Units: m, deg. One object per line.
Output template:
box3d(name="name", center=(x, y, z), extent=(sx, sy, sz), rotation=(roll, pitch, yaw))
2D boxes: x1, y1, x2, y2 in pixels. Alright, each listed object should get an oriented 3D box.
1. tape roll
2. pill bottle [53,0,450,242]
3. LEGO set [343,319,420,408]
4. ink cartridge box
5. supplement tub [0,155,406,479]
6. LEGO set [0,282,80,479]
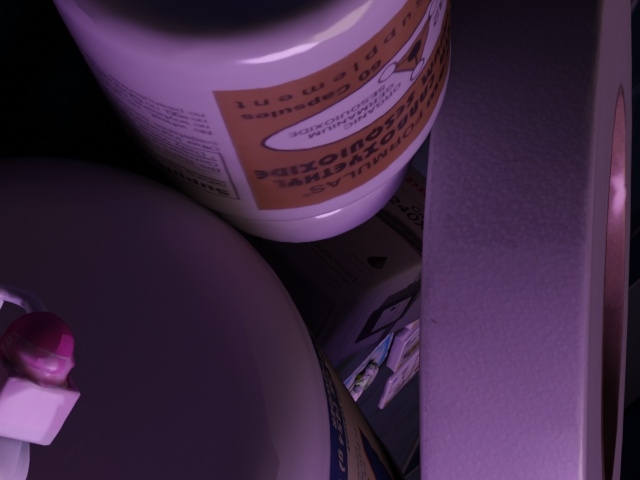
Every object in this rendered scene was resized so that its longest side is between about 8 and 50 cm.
box3d(name="tape roll", center=(0.111, 0.026, 0.877), extent=(0.392, 0.072, 0.392), rotation=(2, 90, -79))
box3d(name="pill bottle", center=(-0.019, -0.079, 0.635), extent=(0.131, 0.131, 0.229), rotation=(-42, 164, -8))
box3d(name="LEGO set", center=(0.019, 0.110, 1.392), extent=(0.244, 0.060, 0.182), rotation=(-45, 163, -31))
box3d(name="ink cartridge box", center=(0.000, 0.000, 0.917), extent=(0.150, 0.109, 0.063), rotation=(-23, 149, -52))
box3d(name="supplement tub", center=(-0.083, 0.131, 0.733), extent=(0.235, 0.235, 0.325), rotation=(-42, 154, -6))
box3d(name="LEGO set", center=(-0.189, -0.019, 0.430), extent=(0.287, 0.132, 0.107), rotation=(16, 103, -46))
